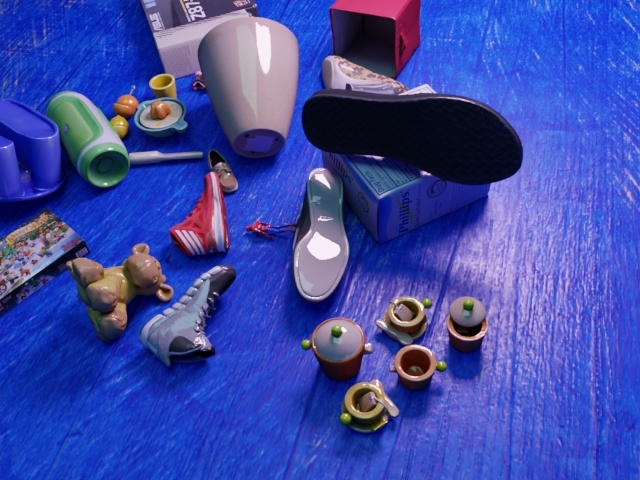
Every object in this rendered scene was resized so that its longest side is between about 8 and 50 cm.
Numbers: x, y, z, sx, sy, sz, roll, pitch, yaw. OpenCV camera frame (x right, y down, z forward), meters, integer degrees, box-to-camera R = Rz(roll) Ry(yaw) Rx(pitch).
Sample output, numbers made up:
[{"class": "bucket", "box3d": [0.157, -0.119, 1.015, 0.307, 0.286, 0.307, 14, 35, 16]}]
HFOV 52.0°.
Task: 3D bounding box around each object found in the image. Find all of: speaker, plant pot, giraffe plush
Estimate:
[{"class": "speaker", "box3d": [-0.580, -0.255, 1.624, 0.131, 0.131, 0.296, -30, 52, -18]}, {"class": "plant pot", "box3d": [-0.161, -0.348, 1.599, 0.256, 0.256, 0.274, -9, 66, 0]}, {"class": "giraffe plush", "box3d": [-0.388, 0.088, 1.307, 0.170, 0.181, 0.210, -24, 15, -26]}]

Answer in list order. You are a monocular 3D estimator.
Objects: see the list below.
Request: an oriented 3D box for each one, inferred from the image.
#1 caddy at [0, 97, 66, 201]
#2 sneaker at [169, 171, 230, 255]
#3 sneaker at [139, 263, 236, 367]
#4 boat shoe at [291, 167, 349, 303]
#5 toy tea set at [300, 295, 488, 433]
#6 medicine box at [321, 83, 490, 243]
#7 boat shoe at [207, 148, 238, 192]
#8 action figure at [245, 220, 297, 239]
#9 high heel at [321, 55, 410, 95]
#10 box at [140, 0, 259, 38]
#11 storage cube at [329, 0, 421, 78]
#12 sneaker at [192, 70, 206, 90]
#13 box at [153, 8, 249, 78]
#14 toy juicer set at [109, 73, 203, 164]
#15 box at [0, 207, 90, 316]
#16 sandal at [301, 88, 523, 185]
[{"class": "caddy", "box3d": [-0.771, -0.207, 1.579, 0.341, 0.179, 0.241, 31, 36, 29]}, {"class": "sneaker", "box3d": [-0.275, -0.060, 1.445, 0.128, 0.087, 0.221, -11, 48, -4]}, {"class": "sneaker", "box3d": [-0.223, 0.158, 1.262, 0.228, 0.086, 0.132, -42, 61, -14]}, {"class": "boat shoe", "box3d": [0.000, 0.000, 1.369, 0.112, 0.095, 0.335, 8, 54, -4]}, {"class": "toy tea set", "box3d": [0.138, 0.175, 1.163, 0.336, 0.124, 0.200, -30, 52, -18]}, {"class": "medicine box", "box3d": [0.185, -0.175, 1.443, 0.289, 0.149, 0.263, -24, 51, -13]}, {"class": "boat shoe", "box3d": [-0.237, -0.166, 1.556, 0.050, 0.045, 0.135, -27, 52, -15]}, {"class": "action figure", "box3d": [-0.108, -0.024, 1.429, 0.115, 0.030, 0.038, 5, 46, 11]}, {"class": "high heel", "box3d": [0.115, -0.421, 1.731, 0.186, 0.093, 0.261, -1, 32, -23]}, {"class": "box", "box3d": [-0.389, -0.737, 2.034, 0.318, 0.097, 0.395, -20, 50, -6]}, {"class": "storage cube", "box3d": [0.156, -0.578, 1.771, 0.215, 0.184, 0.193, 17, 52, 21]}, {"class": "sneaker", "box3d": [-0.300, -0.430, 1.797, 0.119, 0.047, 0.057, 7, 57, 22]}, {"class": "box", "box3d": [-0.324, -0.557, 1.862, 0.275, 0.113, 0.094, -18, 48, -10]}, {"class": "toy juicer set", "box3d": [-0.441, -0.303, 1.672, 0.209, 0.089, 0.329, -20, 50, -10]}, {"class": "box", "box3d": [-0.647, 0.043, 1.429, 0.159, 0.044, 0.233, 33, 60, 30]}, {"class": "sandal", "box3d": [0.182, -0.230, 1.295, 0.445, 0.167, 0.107, 16, 36, 18]}]
